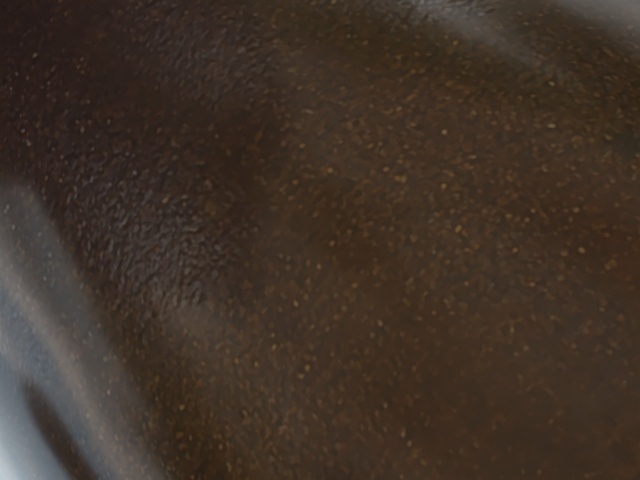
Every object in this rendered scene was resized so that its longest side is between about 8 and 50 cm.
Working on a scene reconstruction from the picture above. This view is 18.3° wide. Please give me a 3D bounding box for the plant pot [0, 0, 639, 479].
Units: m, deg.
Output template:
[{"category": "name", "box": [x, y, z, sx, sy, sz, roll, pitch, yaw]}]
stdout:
[{"category": "plant pot", "box": [0.000, 0.000, 0.442, 0.230, 0.215, 0.215, 41, -91, 22]}]
